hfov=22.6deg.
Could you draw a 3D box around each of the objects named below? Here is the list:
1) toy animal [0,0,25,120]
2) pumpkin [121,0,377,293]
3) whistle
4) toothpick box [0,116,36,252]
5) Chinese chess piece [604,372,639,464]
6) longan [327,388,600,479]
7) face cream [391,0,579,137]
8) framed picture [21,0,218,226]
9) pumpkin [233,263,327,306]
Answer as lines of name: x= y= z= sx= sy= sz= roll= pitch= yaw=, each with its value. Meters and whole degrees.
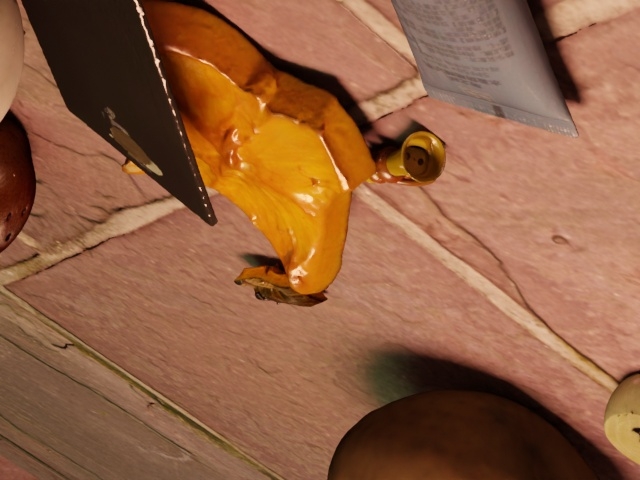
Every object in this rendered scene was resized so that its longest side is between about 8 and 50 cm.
toy animal: x=-0.403 y=-0.183 z=1.432 sx=0.310 sy=0.251 sz=0.251 roll=9 pitch=150 yaw=43
pumpkin: x=-0.075 y=-0.093 z=1.471 sx=0.258 sy=0.095 sz=0.290 roll=30 pitch=154 yaw=8
whistle: x=0.076 y=-0.070 z=1.443 sx=0.109 sy=0.057 sz=0.046 roll=167 pitch=90 yaw=-68
toothpick box: x=-0.460 y=-0.089 z=1.790 sx=0.294 sy=0.192 sz=0.192 roll=28 pitch=157 yaw=15
Chinese chess piece: x=0.358 y=0.192 z=1.620 sx=0.144 sy=0.058 sz=0.144 roll=23 pitch=155 yaw=12
longan: x=0.171 y=0.313 z=1.803 sx=0.350 sy=0.288 sz=0.288 roll=26 pitch=158 yaw=-17
face cream: x=0.089 y=-0.189 z=1.125 sx=0.135 sy=0.086 sz=0.385 roll=19 pitch=160 yaw=27
framed picture: x=-0.199 y=-0.177 z=1.371 sx=0.244 sy=0.013 sz=0.324 roll=38 pitch=157 yaw=37
pumpkin: x=-0.043 y=0.049 z=1.799 sx=0.101 sy=0.035 sz=0.073 roll=6 pitch=159 yaw=35
